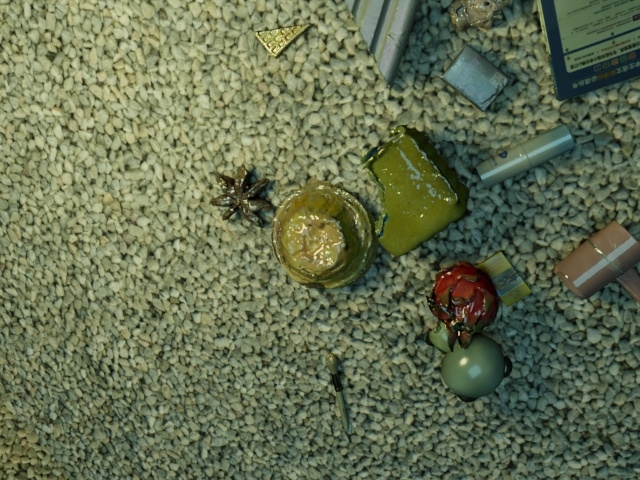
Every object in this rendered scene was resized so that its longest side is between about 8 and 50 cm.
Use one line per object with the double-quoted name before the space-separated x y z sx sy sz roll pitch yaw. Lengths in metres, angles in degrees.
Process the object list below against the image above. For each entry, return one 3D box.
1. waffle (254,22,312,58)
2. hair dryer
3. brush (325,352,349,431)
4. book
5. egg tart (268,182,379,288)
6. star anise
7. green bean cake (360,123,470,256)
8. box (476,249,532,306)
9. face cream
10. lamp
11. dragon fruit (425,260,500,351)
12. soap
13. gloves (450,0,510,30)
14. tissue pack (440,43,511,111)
"waffle" -0.107 -0.609 1.508 0.152 0.023 0.098 -35 95 20
"hair dryer" 0.843 0.133 1.442 0.352 0.125 0.210 42 110 -7
"brush" 0.061 0.516 1.762 0.042 0.039 0.300 -6 106 18
"book" 0.689 -0.584 1.261 0.299 0.039 0.428 -15 117 17
"egg tart" 0.000 0.000 1.582 0.351 0.150 0.353 3 101 13
"star anise" -0.245 -0.143 1.637 0.212 0.073 0.197 11 109 8
"green bean cake" 0.237 -0.144 1.472 0.285 0.202 0.310 -34 94 31
"box" 0.543 0.114 1.547 0.086 0.023 0.155 -38 94 16
"face cream" 0.554 -0.228 1.425 0.249 0.077 0.077 -25 98 18
"lamp" 0.433 0.348 1.562 0.198 0.197 0.244 -46 68 19
"dragon fruit" 0.407 0.178 1.480 0.192 0.274 0.192 -18 132 20
"soap" 0.113 -0.581 1.392 0.257 0.159 0.303 18 106 4
"gloves" 0.410 -0.606 1.357 0.144 0.094 0.111 -36 83 27
"tissue pack" 0.419 -0.440 1.417 0.156 0.051 0.112 39 107 1
